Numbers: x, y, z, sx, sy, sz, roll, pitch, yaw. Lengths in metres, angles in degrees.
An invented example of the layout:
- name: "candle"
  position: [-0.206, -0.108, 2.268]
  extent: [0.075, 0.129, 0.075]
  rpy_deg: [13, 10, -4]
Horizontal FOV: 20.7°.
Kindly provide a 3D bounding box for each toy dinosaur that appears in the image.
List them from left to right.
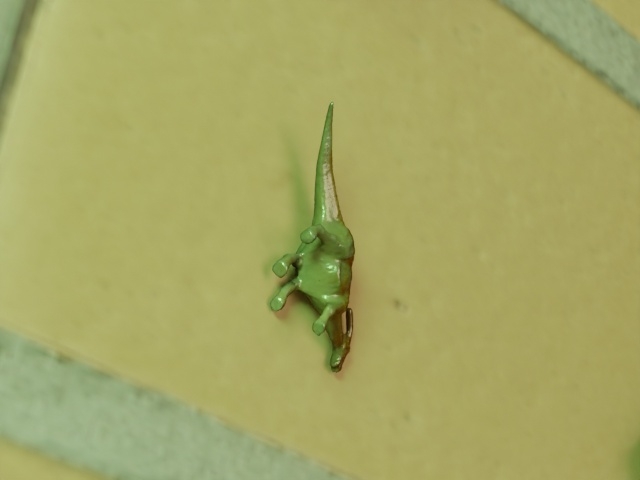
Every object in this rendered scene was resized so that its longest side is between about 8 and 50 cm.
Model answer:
- name: "toy dinosaur"
  position: [-0.001, 0.002, 0.717]
  extent: [0.041, 0.026, 0.113]
  rpy_deg: [-23, 110, -52]
